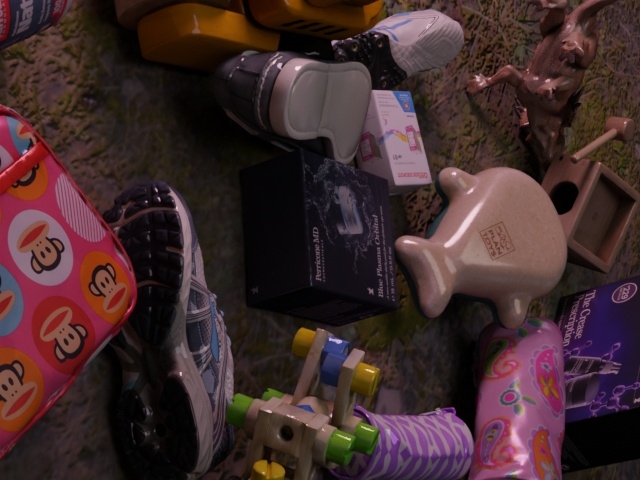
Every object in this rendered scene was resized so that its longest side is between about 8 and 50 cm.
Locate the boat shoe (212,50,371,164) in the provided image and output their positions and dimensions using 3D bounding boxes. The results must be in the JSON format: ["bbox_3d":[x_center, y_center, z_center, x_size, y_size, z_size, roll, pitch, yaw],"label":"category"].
[{"bbox_3d":[-0.023,-0.153,1.539,0.319,0.099,0.116,3,101,-73],"label":"boat shoe"}]

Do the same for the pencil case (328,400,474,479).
[{"bbox_3d":[0.090,0.225,1.557,0.206,0.086,0.088,11,82,-52],"label":"pencil case"}]

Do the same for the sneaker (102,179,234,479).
[{"bbox_3d":[-0.140,0.085,1.316,0.122,0.110,0.283,3,80,-65],"label":"sneaker"}]

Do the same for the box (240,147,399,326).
[{"bbox_3d":[0.000,0.000,1.527,0.158,0.093,0.156,16,64,-48],"label":"box"}]

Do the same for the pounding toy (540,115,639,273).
[{"bbox_3d":[0.371,-0.085,1.999,0.181,0.094,0.206,30,83,-44],"label":"pounding toy"}]

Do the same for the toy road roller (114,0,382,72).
[{"bbox_3d":[-0.045,-0.303,1.463,0.329,0.240,0.202,0,75,-53],"label":"toy road roller"}]

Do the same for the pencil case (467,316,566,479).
[{"bbox_3d":[0.237,0.220,1.702,0.124,0.124,0.284,48,32,-30],"label":"pencil case"}]

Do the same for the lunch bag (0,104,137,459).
[{"bbox_3d":[-0.299,0.028,1.104,0.258,0.120,0.293,57,37,-15],"label":"lunch bag"}]

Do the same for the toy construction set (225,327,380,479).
[{"bbox_3d":[-0.027,0.261,1.322,0.215,0.151,0.327,-38,130,-66],"label":"toy construction set"}]

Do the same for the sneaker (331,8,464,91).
[{"bbox_3d":[0.082,-0.240,1.763,0.237,0.086,0.085,-19,120,-43],"label":"sneaker"}]

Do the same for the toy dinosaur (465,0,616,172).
[{"bbox_3d":[0.341,-0.249,1.987,0.127,0.295,0.200,42,22,27],"label":"toy dinosaur"}]

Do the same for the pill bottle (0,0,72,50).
[{"bbox_3d":[-0.303,-0.206,1.193,0.180,0.108,0.108,-42,110,-51],"label":"pill bottle"}]

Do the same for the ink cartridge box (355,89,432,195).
[{"bbox_3d":[0.083,-0.119,1.720,0.088,0.052,0.122,-6,82,-54],"label":"ink cartridge box"}]

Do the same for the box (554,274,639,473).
[{"bbox_3d":[0.405,0.176,1.916,0.103,0.184,0.261,52,40,-27],"label":"box"}]

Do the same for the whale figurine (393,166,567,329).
[{"bbox_3d":[0.182,0.017,1.742,0.272,0.141,0.216,-24,89,-41],"label":"whale figurine"}]
